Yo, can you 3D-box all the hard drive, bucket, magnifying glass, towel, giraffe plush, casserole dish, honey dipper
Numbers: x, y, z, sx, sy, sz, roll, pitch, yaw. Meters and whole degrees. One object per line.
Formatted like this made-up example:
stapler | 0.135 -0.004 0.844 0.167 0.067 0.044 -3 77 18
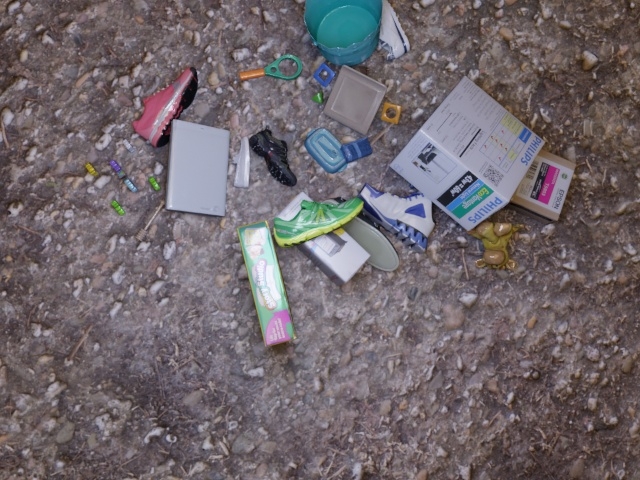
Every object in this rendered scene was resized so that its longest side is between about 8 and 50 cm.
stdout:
hard drive | -0.420 -0.244 1.809 0.203 0.040 0.307 6 81 -30
bucket | 0.087 -0.768 1.861 0.281 0.183 0.281 -1 84 7
magnifying glass | -0.180 -0.620 1.922 0.231 0.026 0.092 -13 85 -6
towel | 0.131 -0.326 1.891 0.119 0.029 0.067 -24 87 -31
giraffe plush | 0.614 0.020 1.868 0.210 0.181 0.170 1 94 -39
casserole dish | 0.025 -0.329 1.900 0.114 0.037 0.188 -42 89 -8
honey dipper | -0.583 -0.071 1.817 0.030 0.030 0.160 32 80 -1

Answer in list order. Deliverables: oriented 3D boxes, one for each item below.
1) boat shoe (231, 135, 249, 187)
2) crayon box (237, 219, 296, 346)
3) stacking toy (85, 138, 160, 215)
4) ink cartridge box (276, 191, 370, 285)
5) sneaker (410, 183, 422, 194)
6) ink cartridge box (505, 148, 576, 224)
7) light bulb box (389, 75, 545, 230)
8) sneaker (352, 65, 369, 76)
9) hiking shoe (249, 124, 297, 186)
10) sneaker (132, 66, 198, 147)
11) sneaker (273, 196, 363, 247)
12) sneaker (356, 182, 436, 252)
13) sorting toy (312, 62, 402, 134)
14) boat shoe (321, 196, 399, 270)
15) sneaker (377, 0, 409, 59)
boat shoe | -0.281 -0.277 1.857 0.063 0.066 0.184 1 93 -6
crayon box | -0.168 0.140 1.686 0.106 0.313 0.362 -14 85 -7
stacking toy | -0.679 -0.220 1.819 0.167 0.052 0.221 -36 89 -6
ink cartridge box | 0.000 0.000 1.763 0.306 0.226 0.131 42 81 0
sneaker | 0.345 -0.224 1.904 0.073 0.063 0.162 -44 88 -5
ink cartridge box | 0.799 -0.205 1.930 0.193 0.088 0.234 22 81 -1
light bulb box | 0.499 -0.296 1.791 0.361 0.225 0.358 40 59 1
sneaker | 0.173 -0.548 1.926 0.071 0.066 0.188 -16 92 -23
hiking shoe | -0.142 -0.298 1.853 0.114 0.086 0.227 -45 105 -29
sneaker | -0.541 -0.485 1.828 0.136 0.116 0.313 28 82 0
sneaker | -0.006 -0.077 1.603 0.296 0.109 0.123 -22 89 -8
sneaker | 0.287 -0.117 1.864 0.315 0.127 0.182 38 78 -7
sorting toy | 0.126 -0.499 1.876 0.348 0.047 0.196 30 120 9
boat shoe | 0.150 -0.033 1.841 0.340 0.113 0.127 36 124 8
sneaker | 0.244 -0.788 1.955 0.095 0.090 0.235 -26 83 7
